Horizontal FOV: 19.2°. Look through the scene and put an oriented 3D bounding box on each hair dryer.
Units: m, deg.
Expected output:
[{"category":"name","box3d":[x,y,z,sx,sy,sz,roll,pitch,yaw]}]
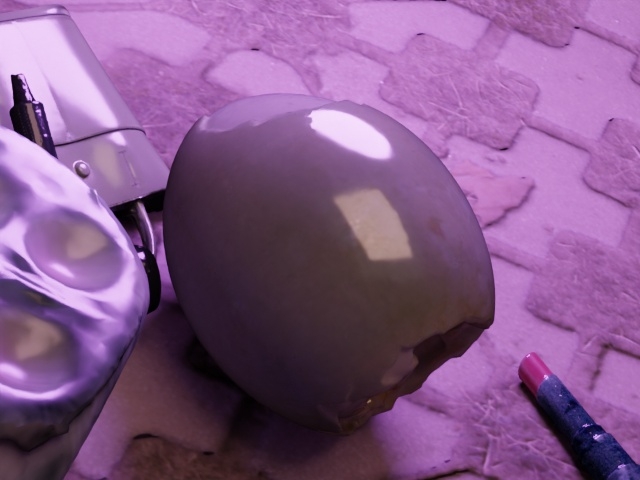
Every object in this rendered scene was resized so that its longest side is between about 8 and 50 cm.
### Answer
[{"category":"hair dryer","box3d":[-0.234,-0.042,1.742,0.128,0.070,0.255,-7,73,-27]}]

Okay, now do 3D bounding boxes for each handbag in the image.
[{"category":"handbag","box3d":[-0.264,-0.077,1.849,0.241,0.109,0.315,-18,72,-43]}]

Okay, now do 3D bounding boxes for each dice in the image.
[{"category":"dice","box3d":[-0.336,0.100,1.368,0.328,0.348,0.330,29,39,-6]}]

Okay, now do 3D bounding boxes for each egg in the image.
[{"category":"egg","box3d":[-0.004,0.004,1.746,0.278,0.278,0.336,-16,63,-43]}]

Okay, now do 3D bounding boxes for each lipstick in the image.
[{"category":"lipstick","box3d":[0.275,0.204,1.902,0.053,0.053,0.234,-11,52,-41]}]
